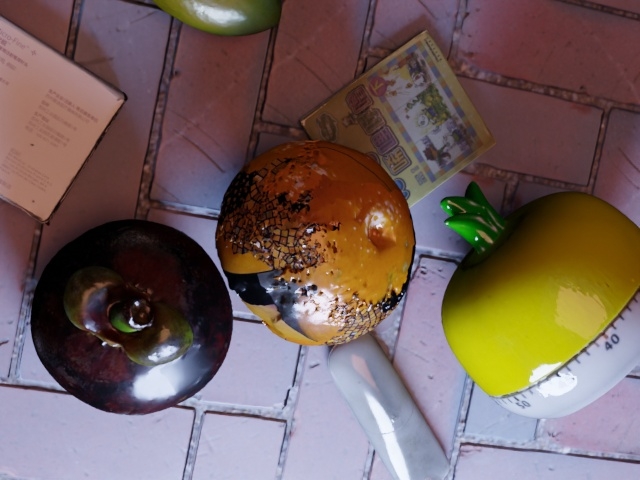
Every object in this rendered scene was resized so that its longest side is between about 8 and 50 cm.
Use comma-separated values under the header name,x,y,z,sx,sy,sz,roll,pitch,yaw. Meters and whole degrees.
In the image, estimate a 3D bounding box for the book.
name,x,y,z,sx,sy,sz,roll,pitch,yaw
book,0.094,-0.129,1.647,0.192,0.013,0.168,-37,108,-9

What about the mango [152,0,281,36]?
name,x,y,z,sx,sy,sz,roll,pitch,yaw
mango,-0.144,-0.312,1.500,0.137,0.091,0.237,-32,106,-3

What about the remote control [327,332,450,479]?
name,x,y,z,sx,sy,sz,roll,pitch,yaw
remote control,0.085,0.210,1.676,0.073,0.044,0.229,-34,106,-14

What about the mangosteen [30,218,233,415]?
name,x,y,z,sx,sy,sz,roll,pitch,yaw
mangosteen,-0.192,0.085,1.479,0.216,0.216,0.216,-3,99,-18

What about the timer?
name,x,y,z,sx,sy,sz,roll,pitch,yaw
timer,0.238,0.039,1.597,0.285,0.285,0.285,-3,99,-18

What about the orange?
name,x,y,z,sx,sy,sz,roll,pitch,yaw
orange,0.000,0.000,1.537,0.234,0.182,0.234,11,73,-37

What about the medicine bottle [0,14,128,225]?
name,x,y,z,sx,sy,sz,roll,pitch,yaw
medicine bottle,-0.332,-0.138,1.482,0.201,0.052,0.171,32,87,-19
